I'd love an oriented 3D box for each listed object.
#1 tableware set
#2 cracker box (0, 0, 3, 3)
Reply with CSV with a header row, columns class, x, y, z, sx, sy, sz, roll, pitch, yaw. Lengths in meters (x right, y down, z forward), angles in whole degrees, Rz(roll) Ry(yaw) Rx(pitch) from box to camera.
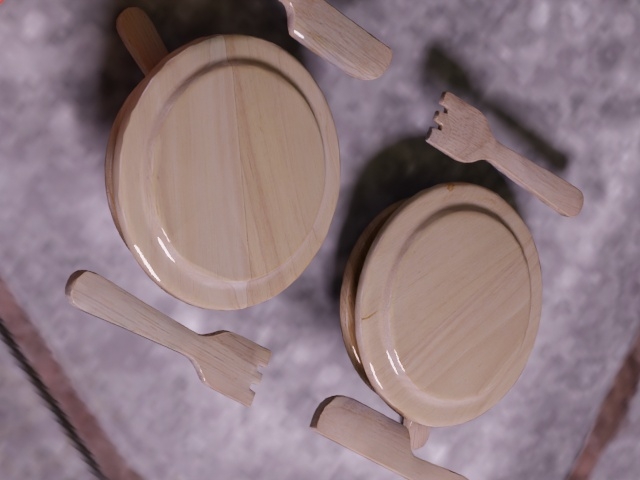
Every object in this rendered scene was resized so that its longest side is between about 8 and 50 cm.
class,x,y,z,sx,sy,sz,roll,pitch,yaw
tableware set,0.000,0.000,0.666,0.194,0.039,0.128,32,75,-37
cracker box,-0.165,-0.150,0.517,0.156,0.067,0.232,-47,121,-11
